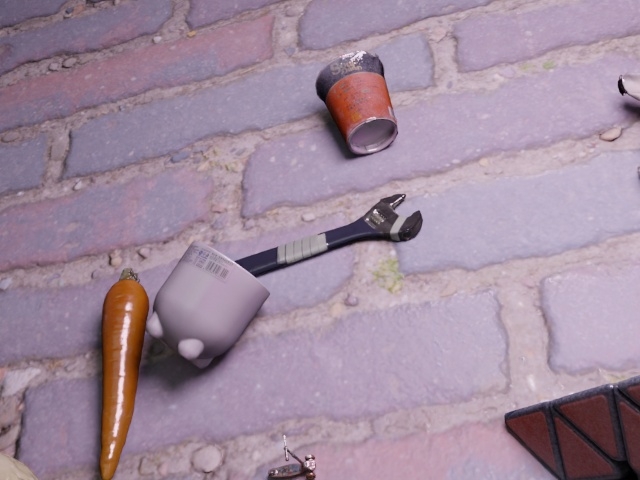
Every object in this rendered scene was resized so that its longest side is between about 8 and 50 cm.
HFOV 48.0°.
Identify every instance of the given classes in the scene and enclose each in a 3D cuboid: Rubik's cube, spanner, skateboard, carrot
[{"bbox_3d":[0.362,0.212,0.743,0.229,0.228,0.233,-59,7,18],"label":"Rubik's cube"},{"bbox_3d":[0.000,0.000,1.102,0.316,0.024,0.087,-18,50,7],"label":"spanner"},{"bbox_3d":[-0.045,0.268,0.876,0.064,0.083,0.032,-12,53,11],"label":"skateboard"},{"bbox_3d":[-0.286,0.180,1.039,0.069,0.069,0.336,-13,55,9],"label":"carrot"}]

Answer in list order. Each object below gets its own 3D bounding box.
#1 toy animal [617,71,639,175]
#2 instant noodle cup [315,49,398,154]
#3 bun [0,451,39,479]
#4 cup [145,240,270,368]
[{"bbox_3d":[0.474,-0.173,1.004,0.127,0.131,0.181,-17,57,53],"label":"toy animal"},{"bbox_3d":[0.067,-0.220,1.187,0.127,0.127,0.135,-20,59,3],"label":"instant noodle cup"},{"bbox_3d":[-0.460,0.406,0.820,0.349,0.227,0.352,20,66,29],"label":"bun"},{"bbox_3d":[-0.180,0.088,1.022,0.173,0.134,0.142,26,75,31],"label":"cup"}]
